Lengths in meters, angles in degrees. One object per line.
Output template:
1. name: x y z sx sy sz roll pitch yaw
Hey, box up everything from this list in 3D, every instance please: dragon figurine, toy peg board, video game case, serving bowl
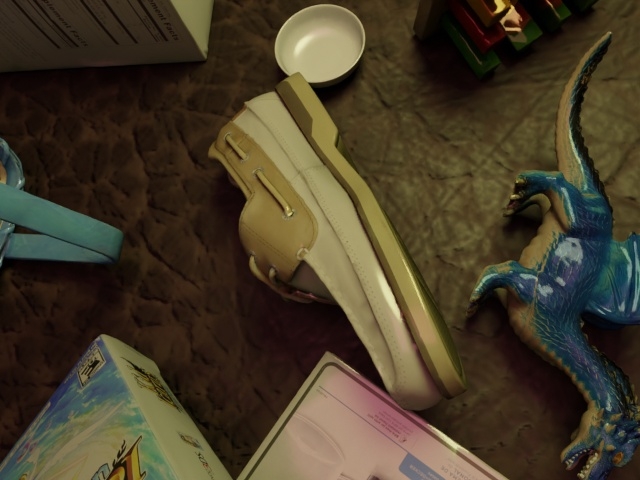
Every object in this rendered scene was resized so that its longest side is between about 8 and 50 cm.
1. dragon figurine: 0.194 0.013 0.420 0.144 0.085 0.289 21 82 15
2. toy peg board: 0.169 -0.213 0.471 0.161 0.160 0.079 -34 84 -1
3. video game case: -0.175 0.215 0.367 0.270 0.061 0.244 -55 31 -9
4. serving bowl: 0.001 -0.174 0.553 0.083 0.027 0.083 -3 71 9

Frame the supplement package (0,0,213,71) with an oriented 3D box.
1. supplement package: -0.236 -0.259 0.571 0.244 0.134 0.139 0 72 11

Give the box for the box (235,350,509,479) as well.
1. box: -0.006 0.241 0.385 0.169 0.087 0.290 34 81 19

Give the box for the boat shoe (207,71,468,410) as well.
1. boat shoe: 0.000 0.000 0.440 0.103 0.113 0.302 -30 48 4

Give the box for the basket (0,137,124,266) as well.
1. basket: -0.333 -0.029 0.459 0.288 0.254 0.201 -4 69 30
